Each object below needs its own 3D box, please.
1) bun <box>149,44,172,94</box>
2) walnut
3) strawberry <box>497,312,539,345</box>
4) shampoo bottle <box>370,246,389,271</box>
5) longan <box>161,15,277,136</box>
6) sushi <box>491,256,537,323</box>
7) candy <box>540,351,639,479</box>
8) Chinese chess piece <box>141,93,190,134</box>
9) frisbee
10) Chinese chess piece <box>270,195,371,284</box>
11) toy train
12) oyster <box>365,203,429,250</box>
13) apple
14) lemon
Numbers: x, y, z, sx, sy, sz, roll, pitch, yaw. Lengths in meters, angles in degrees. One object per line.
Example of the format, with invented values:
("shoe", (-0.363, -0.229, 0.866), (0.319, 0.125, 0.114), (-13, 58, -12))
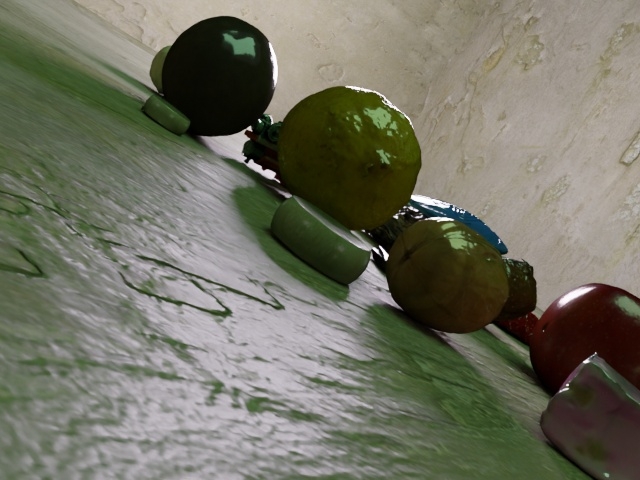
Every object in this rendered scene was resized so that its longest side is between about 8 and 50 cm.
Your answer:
("bun", (-0.292, -0.338, 2.038), (0.188, 0.111, 0.164), (35, 23, -21))
("walnut", (0.182, 0.051, 1.339), (0.197, 0.165, 0.165), (16, 18, -45))
("strawberry", (0.440, 0.178, 2.080), (0.187, 0.082, 0.146), (38, 12, -13))
("shampoo bottle", (0.123, 0.044, 1.650), (0.048, 0.027, 0.137), (29, 8, -21))
("longan", (-0.192, -0.296, 1.738), (0.248, 0.248, 0.248), (34, 7, -5))
("sushi", (0.321, 0.087, 1.836), (0.287, 0.149, 0.140), (7, 58, -41))
("candy", (0.375, 0.228, 1.185), (0.155, 0.116, 0.265), (36, 7, 17))
("Chinese chess piece", (-0.261, -0.212, 1.578), (0.084, 0.034, 0.084), (36, 6, -4))
("frisbee", (0.298, -0.044, 1.974), (0.242, 0.045, 0.242), (29, 10, -6))
("Chinese chess piece", (0.000, 0.000, 1.247), (0.144, 0.058, 0.144), (35, 8, -6))
("toy train", (-0.084, -0.176, 1.864), (0.176, 0.118, 0.074), (23, 7, -43))
("oyster", (0.181, -0.035, 2.058), (0.351, 0.158, 0.162), (53, -19, 34))
("apple", (0.486, 0.190, 1.585), (0.260, 0.217, 0.260), (31, 6, -4))
("lemon", (0.049, -0.155, 1.733), (0.268, 0.268, 0.322), (32, 8, -22))
